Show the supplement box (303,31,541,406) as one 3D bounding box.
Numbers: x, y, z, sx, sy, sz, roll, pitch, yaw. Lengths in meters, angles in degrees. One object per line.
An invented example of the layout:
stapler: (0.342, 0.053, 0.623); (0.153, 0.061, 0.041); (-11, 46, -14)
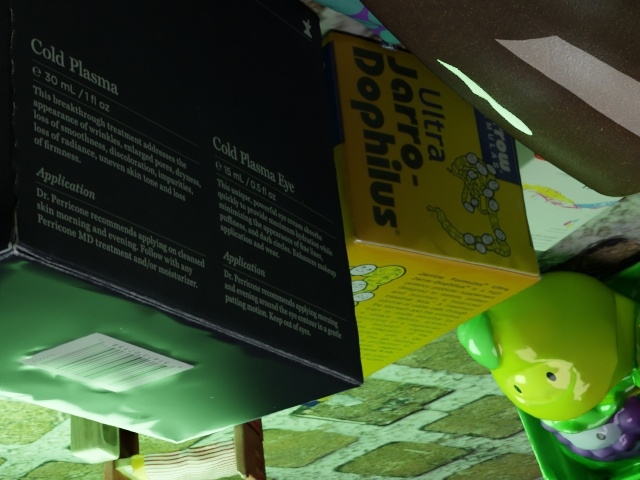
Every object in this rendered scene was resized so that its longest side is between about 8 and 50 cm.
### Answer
supplement box: (0.000, 0.000, 1.226); (0.195, 0.194, 0.356); (10, 150, -32)

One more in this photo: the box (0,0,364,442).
box: (-0.147, -0.059, 0.919); (0.179, 0.313, 0.343); (-20, 152, 29)

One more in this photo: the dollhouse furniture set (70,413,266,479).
dollhouse furniture set: (-0.217, 0.224, 1.716); (0.201, 0.152, 0.374); (-11, 155, 11)

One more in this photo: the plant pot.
plant pot: (0.142, -0.168, 0.912); (0.230, 0.215, 0.215); (20, 147, -21)

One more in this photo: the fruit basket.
fruit basket: (0.340, 0.156, 1.606); (0.392, 0.283, 0.392); (-20, 167, -5)

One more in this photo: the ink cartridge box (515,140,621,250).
ink cartridge box: (0.217, -0.077, 1.247); (0.134, 0.078, 0.231); (7, 152, -27)

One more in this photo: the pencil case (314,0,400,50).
pencil case: (0.016, -0.191, 0.965); (0.151, 0.065, 0.070); (20, 178, -43)
